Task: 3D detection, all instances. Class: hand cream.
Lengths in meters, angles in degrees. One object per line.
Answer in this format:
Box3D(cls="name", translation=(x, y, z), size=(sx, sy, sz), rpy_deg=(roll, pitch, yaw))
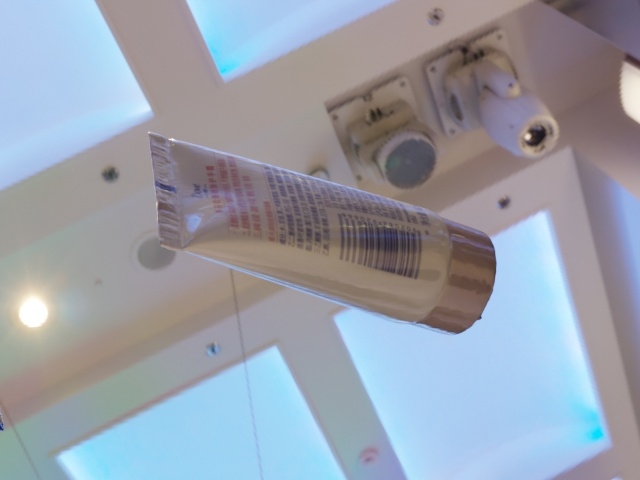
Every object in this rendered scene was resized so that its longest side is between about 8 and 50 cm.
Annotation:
Box3D(cls="hand cream", translation=(0.000, 0.000, 0.663), size=(0.247, 0.133, 0.083), rpy_deg=(18, -63, -22))

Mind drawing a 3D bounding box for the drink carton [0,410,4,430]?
Box3D(cls="drink carton", translation=(-0.506, 0.179, 1.006), size=(0.315, 0.107, 0.130), rpy_deg=(-17, -31, -7))
